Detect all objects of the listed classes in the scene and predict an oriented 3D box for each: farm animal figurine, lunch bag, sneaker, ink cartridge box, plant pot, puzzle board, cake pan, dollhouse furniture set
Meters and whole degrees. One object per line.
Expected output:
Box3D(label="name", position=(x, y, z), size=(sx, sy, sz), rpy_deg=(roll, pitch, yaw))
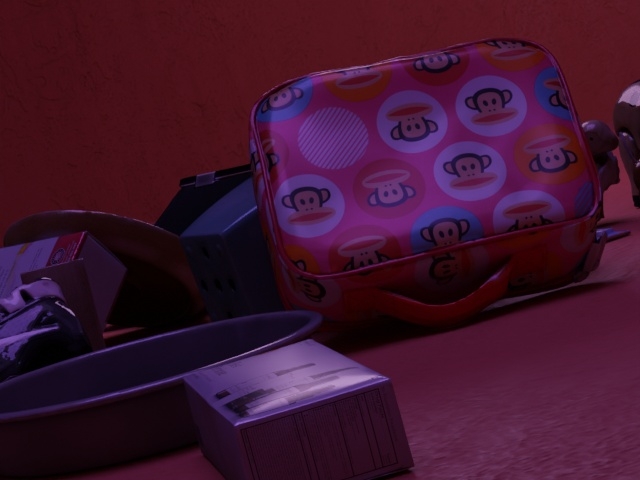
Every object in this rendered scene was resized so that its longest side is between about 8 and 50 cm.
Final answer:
Box3D(label="farm animal figurine", position=(0.415, -0.133, 2.067), size=(0.330, 0.172, 0.327), rpy_deg=(-17, 6, -30))
Box3D(label="lunch bag", position=(0.094, -0.036, 1.714), size=(0.293, 0.258, 0.120), rpy_deg=(-11, -36, -3))
Box3D(label="sneaker", position=(-0.289, 0.127, 1.653), size=(0.234, 0.078, 0.106), rpy_deg=(-35, 53, -19))
Box3D(label="ink cartridge box", position=(-0.297, 0.070, 2.014), size=(0.175, 0.072, 0.127), rpy_deg=(-10, 49, 39))
Box3D(label="plant pot", position=(-0.224, 0.038, 2.105), size=(0.236, 0.032, 0.236), rpy_deg=(8, -26, 4))
Box3D(label="puzzle board", position=(0.235, 0.003, 1.988), size=(0.096, 0.011, 0.128), rpy_deg=(-17, 6, -28))
Box3D(label="plant pot", position=(0.000, 0.000, 1.892), size=(0.234, 0.165, 0.165), rpy_deg=(-25, 9, -25))
Box3D(label="cake pan", position=(-0.134, 0.117, 1.517), size=(0.293, 0.054, 0.293), rpy_deg=(-14, 5, 1))
Box3D(label="dollhouse furniture set", position=(-0.258, 0.084, 1.815), size=(0.144, 0.123, 0.151), rpy_deg=(-13, 5, 5))

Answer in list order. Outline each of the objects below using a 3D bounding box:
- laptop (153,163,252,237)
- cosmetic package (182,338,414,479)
Box3D(label="laptop", position=(0.004, 0.019, 2.355), size=(0.382, 0.236, 0.408), rpy_deg=(-10, -23, 35))
Box3D(label="cosmetic package", position=(-0.020, 0.110, 1.244), size=(0.099, 0.060, 0.239), rpy_deg=(-14, 5, -11))
